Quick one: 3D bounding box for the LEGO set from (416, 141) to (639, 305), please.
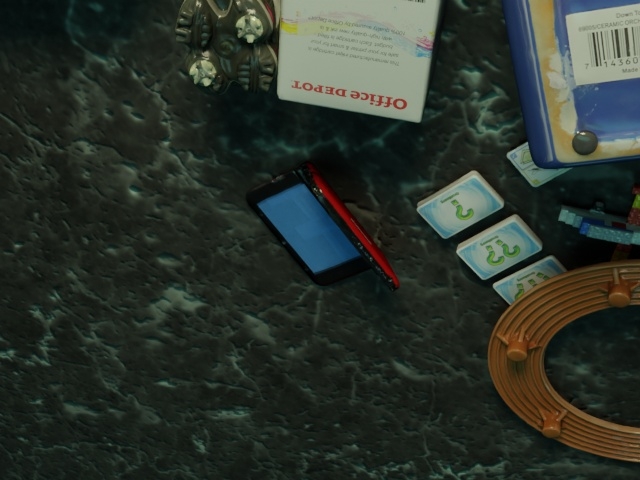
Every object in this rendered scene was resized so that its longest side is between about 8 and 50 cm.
[{"bbox_3d":[0.241,-0.018,1.003,0.244,0.060,0.182,-30,118,31],"label":"LEGO set"}]

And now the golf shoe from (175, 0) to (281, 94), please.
[{"bbox_3d":[-0.073,-0.258,0.863,0.105,0.120,0.273,9,127,4],"label":"golf shoe"}]

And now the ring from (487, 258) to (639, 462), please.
[{"bbox_3d":[0.343,0.144,1.081,0.336,0.032,0.337,10,138,9],"label":"ring"}]

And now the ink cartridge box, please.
[{"bbox_3d":[0.042,-0.210,0.862,0.128,0.127,0.176,11,128,6],"label":"ink cartridge box"}]

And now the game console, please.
[{"bbox_3d":[0.000,0.000,1.067,0.085,0.124,0.144,-37,113,6],"label":"game console"}]

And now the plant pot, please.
[{"bbox_3d":[0.245,-0.189,0.769,0.236,0.212,0.236,-5,126,19],"label":"plant pot"}]
